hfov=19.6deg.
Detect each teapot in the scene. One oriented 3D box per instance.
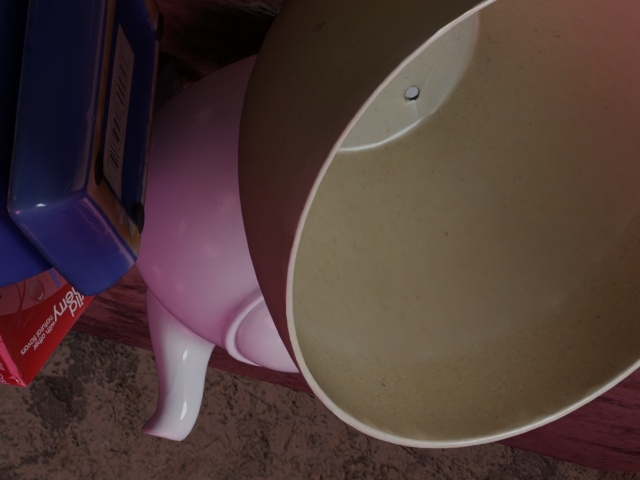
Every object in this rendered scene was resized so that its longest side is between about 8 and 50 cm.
[{"bbox_3d":[0.000,0.000,1.219,0.252,0.187,0.256,-11,153,-19],"label":"teapot"}]

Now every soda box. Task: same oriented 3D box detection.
[{"bbox_3d":[-0.183,-0.019,1.276,0.092,0.263,0.083,4,132,31],"label":"soda box"}]

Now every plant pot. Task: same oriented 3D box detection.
[{"bbox_3d":[-0.212,-0.088,1.069,0.212,0.236,0.236,3,166,4],"label":"plant pot"},{"bbox_3d":[0.069,-0.059,0.977,0.284,0.284,0.191,20,-160,-40],"label":"plant pot"}]
